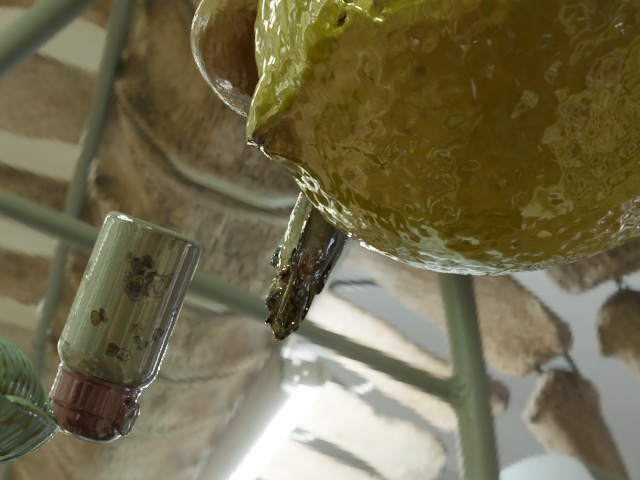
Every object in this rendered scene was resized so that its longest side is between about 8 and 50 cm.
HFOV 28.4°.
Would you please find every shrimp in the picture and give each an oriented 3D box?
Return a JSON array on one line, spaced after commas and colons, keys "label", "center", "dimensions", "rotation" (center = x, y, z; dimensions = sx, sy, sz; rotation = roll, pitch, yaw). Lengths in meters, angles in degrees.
[{"label": "shrimp", "center": [0.002, 0.000, 1.124], "dimensions": [0.052, 0.251, 0.143], "rotation": [15, -38, 16]}]

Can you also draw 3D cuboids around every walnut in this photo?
[{"label": "walnut", "center": [-0.077, -0.265, 1.827], "dimensions": [0.203, 0.203, 0.298], "rotation": [6, -34, 18]}]

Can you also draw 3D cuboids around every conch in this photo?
[{"label": "conch", "center": [-0.270, 0.127, 0.980], "dimensions": [0.135, 0.102, 0.153], "rotation": [27, -2, 25]}]

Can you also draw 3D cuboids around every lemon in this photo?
[{"label": "lemon", "center": [0.098, -0.105, 0.655], "dimensions": [0.267, 0.267, 0.267], "rotation": [13, -34, 9]}]

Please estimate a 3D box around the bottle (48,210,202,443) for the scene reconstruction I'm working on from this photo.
[{"label": "bottle", "center": [-0.209, 0.094, 1.307], "dimensions": [0.110, 0.233, 0.110], "rotation": [19, -4, 1]}]
